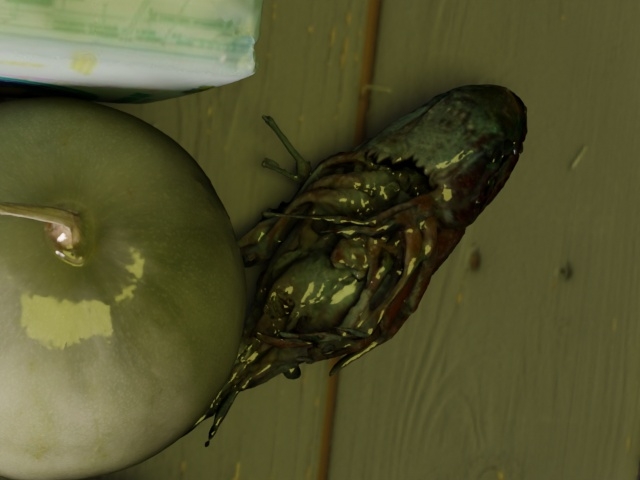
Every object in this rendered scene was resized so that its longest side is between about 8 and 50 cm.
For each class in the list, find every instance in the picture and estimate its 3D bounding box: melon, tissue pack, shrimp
[{"bbox_3d":[-0.178,0.035,1.155,0.272,0.308,0.272,3,83,-31],"label":"melon"},{"bbox_3d":[-0.253,-0.181,1.113,0.388,0.287,0.162,5,90,-18],"label":"tissue pack"},{"bbox_3d":[0.002,-0.001,1.309,0.372,0.137,0.172,-38,70,-17],"label":"shrimp"}]
